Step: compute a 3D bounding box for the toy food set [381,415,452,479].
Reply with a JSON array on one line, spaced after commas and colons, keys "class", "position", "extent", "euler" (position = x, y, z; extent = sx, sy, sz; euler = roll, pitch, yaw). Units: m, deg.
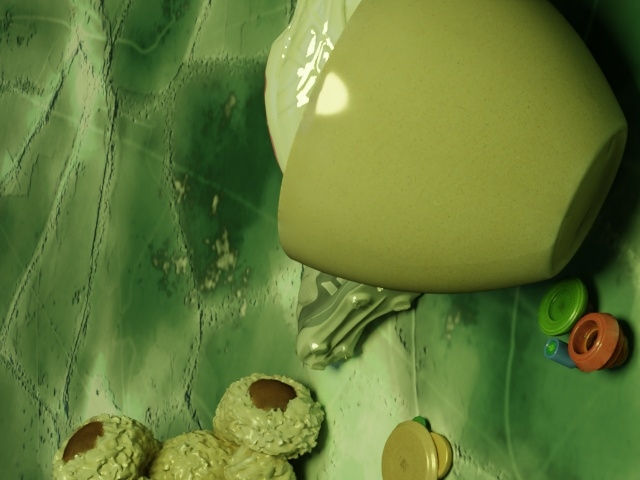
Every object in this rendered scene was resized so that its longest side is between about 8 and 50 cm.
[{"class": "toy food set", "position": [0.081, 0.196, 1.692], "extent": [0.082, 0.020, 0.083], "euler": [41, 121, 51]}]

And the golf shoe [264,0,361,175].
[{"class": "golf shoe", "position": [0.030, -0.178, 1.729], "extent": [0.140, 0.115, 0.306], "euler": [10, 96, 53]}]

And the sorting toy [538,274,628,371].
[{"class": "sorting toy", "position": [0.207, 0.074, 1.505], "extent": [0.061, 0.042, 0.102], "euler": [-55, 30, 16]}]

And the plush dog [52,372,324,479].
[{"class": "plush dog", "position": [-0.104, 0.281, 1.820], "extent": [0.211, 0.262, 0.225], "euler": [80, 176, -47]}]

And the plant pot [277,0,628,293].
[{"class": "plant pot", "position": [0.121, -0.071, 1.477], "extent": [0.191, 0.284, 0.284], "euler": [27, 113, 18]}]

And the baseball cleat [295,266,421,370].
[{"class": "baseball cleat", "position": [0.031, 0.033, 1.741], "extent": [0.206, 0.072, 0.109], "euler": [-43, 46, 41]}]
